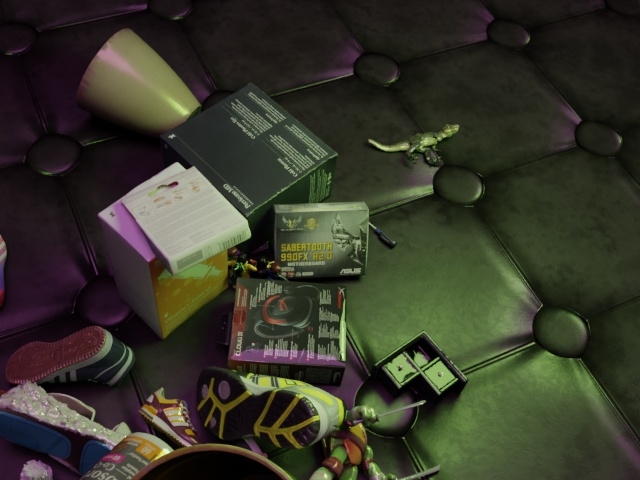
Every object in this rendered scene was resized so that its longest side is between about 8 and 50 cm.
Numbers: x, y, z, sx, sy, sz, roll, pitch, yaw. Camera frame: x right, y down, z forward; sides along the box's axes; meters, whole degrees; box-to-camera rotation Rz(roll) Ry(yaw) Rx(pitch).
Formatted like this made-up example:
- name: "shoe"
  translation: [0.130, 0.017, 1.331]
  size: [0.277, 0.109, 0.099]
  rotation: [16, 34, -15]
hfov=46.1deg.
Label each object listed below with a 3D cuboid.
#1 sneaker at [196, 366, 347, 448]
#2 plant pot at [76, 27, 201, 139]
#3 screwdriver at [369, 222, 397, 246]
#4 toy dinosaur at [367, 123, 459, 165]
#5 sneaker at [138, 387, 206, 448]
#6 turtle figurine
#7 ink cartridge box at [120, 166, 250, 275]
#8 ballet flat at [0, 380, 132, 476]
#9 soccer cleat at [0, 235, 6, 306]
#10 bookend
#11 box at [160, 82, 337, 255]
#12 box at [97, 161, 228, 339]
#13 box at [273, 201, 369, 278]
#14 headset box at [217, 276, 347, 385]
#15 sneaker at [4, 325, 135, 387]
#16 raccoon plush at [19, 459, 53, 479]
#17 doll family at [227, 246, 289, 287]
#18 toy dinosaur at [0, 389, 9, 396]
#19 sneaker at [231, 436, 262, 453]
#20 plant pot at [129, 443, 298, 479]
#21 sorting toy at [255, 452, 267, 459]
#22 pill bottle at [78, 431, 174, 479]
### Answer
- name: "sneaker"
  translation: [-0.114, 0.352, 1.576]
  size: [0.385, 0.147, 0.145]
  rotation: [8, 91, 42]
- name: "plant pot"
  translation: [-0.475, -0.395, 2.059]
  size: [0.274, 0.256, 0.256]
  rotation: [33, 57, -2]
- name: "screwdriver"
  translation: [0.138, -0.040, 1.992]
  size: [0.024, 0.025, 0.170]
  rotation: [-36, 67, -26]
- name: "toy dinosaur"
  translation: [0.279, -0.266, 2.146]
  size: [0.268, 0.064, 0.118]
  rotation: [-11, 51, -11]
- name: "sneaker"
  translation: [-0.301, 0.390, 1.619]
  size: [0.185, 0.069, 0.084]
  rotation: [32, 63, 14]
- name: "turtle figurine"
  translation: [0.101, 0.446, 1.532]
  size: [0.275, 0.197, 0.266]
  rotation: [23, 43, 14]
- name: "ink cartridge box"
  translation: [-0.276, -0.044, 1.526]
  size: [0.181, 0.056, 0.225]
  rotation: [-28, 47, -23]
- name: "ballet flat"
  translation: [-0.476, 0.403, 1.545]
  size: [0.409, 0.147, 0.147]
  rotation: [28, 57, 3]
- name: "soccer cleat"
  translation: [-0.794, 0.050, 1.785]
  size: [0.083, 0.095, 0.248]
  rotation: [-10, 58, -13]
- name: "bookend"
  translation: [0.224, 0.316, 1.726]
  size: [0.157, 0.072, 0.156]
  rotation: [-29, 64, -23]
- name: "box"
  translation: [-0.189, -0.194, 1.969]
  size: [0.312, 0.179, 0.343]
  rotation: [-36, 66, -27]
- name: "box"
  translation: [-0.342, 0.031, 1.695]
  size: [0.168, 0.345, 0.215]
  rotation: [40, 61, 20]
- name: "box"
  translation: [0.000, 0.000, 1.854]
  size: [0.231, 0.183, 0.056]
  rotation: [-2, 25, -8]
- name: "headset box"
  translation: [-0.089, 0.209, 1.742]
  size: [0.293, 0.110, 0.218]
  rotation: [4, 55, -4]
- name: "sneaker"
  translation: [-0.547, 0.279, 1.665]
  size: [0.282, 0.153, 0.099]
  rotation: [-18, 57, 18]
- name: "raccoon plush"
  translation: [-0.413, 0.594, 1.396]
  size: [0.299, 0.216, 0.446]
  rotation: [-1, 55, -16]
- name: "doll family"
  translation: [-0.161, 0.073, 1.821]
  size: [0.193, 0.111, 0.076]
  rotation: [11, 42, 0]
- name: "toy dinosaur"
  translation: [-0.680, 0.327, 1.613]
  size: [0.047, 0.082, 0.090]
  rotation: [36, 58, 18]
- name: "sneaker"
  translation: [-0.137, 0.546, 1.514]
  size: [0.147, 0.104, 0.295]
  rotation: [-26, 56, -20]
- name: "plant pot"
  translation: [-0.139, 0.527, 1.282]
  size: [0.367, 0.353, 0.366]
  rotation: [-2, 78, 9]
- name: "sorting toy"
  translation: [-0.150, 0.458, 1.515]
  size: [0.083, 0.012, 0.062]
  rotation: [4, 50, -4]
- name: "pill bottle"
  translation: [-0.371, 0.480, 1.313]
  size: [0.162, 0.162, 0.278]
  rotation: [30, 37, 14]
